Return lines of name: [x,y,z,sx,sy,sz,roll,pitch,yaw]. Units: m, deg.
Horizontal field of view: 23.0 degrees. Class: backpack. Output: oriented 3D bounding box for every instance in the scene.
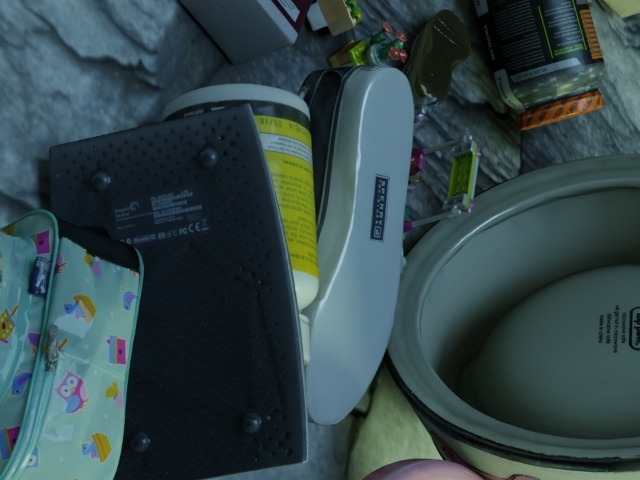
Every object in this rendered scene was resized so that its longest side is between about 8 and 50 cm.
backpack: [-0.199,0.087,0.966,0.144,0.166,0.188,19,60,-46]

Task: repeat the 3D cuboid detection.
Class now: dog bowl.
dog bowl: [0.265,0.099,1.389,0.408,0.408,0.150,-58,144,-44]

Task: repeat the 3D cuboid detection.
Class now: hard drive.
hard drive: [-0.097,0.043,1.119,0.054,0.172,0.254,21,58,-75]

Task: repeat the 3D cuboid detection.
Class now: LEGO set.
LEGO set: [0.071,-0.107,1.426,0.132,0.107,0.287,12,69,-50]

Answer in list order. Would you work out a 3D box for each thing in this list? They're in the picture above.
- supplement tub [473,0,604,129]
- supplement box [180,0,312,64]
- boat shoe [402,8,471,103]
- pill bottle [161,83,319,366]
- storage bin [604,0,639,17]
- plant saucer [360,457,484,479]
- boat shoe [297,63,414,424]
supplement tub: [0.230,-0.219,1.660,0.117,0.117,0.190,-15,90,-53]
supplement box: [-0.051,-0.283,1.361,0.130,0.073,0.239,49,45,-31]
boat shoe: [0.109,-0.175,1.559,0.056,0.048,0.153,42,40,-19]
pill bottle: [-0.062,-0.005,1.211,0.119,0.119,0.208,15,66,-49]
storage bin: [0.445,-0.431,1.890,0.123,0.262,0.260,34,53,-44]
plant saucer: [0.051,0.334,1.228,0.332,0.084,0.332,-1,91,-53]
boat shoe: [0.000,0.000,1.310,0.108,0.102,0.301,13,83,-53]
